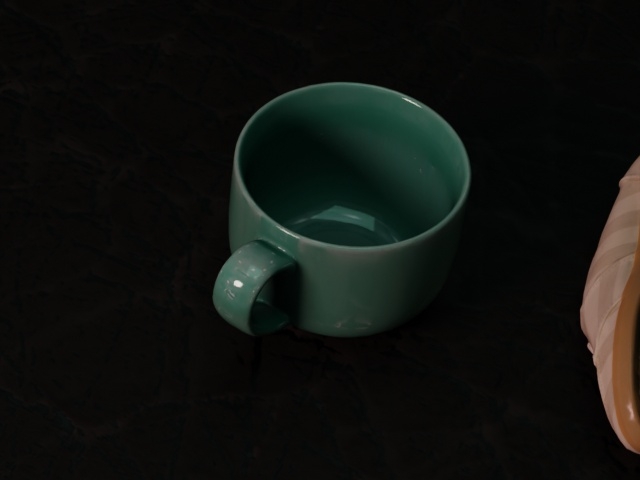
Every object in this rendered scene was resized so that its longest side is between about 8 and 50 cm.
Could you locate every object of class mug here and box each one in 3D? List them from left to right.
[{"bbox_3d":[0.001,-0.007,1.065,0.157,0.097,0.129,-12,51,-16],"label":"mug"}]

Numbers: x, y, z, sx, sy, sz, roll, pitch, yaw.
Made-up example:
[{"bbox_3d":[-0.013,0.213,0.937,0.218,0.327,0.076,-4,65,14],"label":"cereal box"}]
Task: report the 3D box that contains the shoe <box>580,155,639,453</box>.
[{"bbox_3d":[0.189,0.035,1.086,0.076,0.058,0.219,32,49,-20],"label":"shoe"}]
